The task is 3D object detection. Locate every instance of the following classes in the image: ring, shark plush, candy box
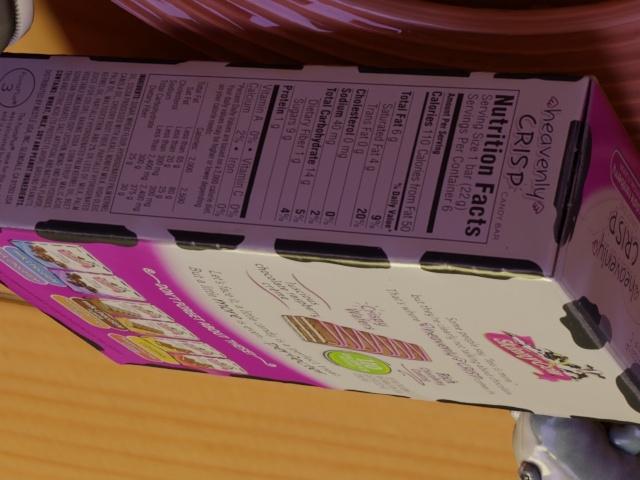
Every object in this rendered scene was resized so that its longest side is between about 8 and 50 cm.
[{"bbox_3d":[0.033,-0.140,0.514,0.336,0.032,0.336,12,149,7],"label":"ring"},{"bbox_3d":[0.119,0.082,0.828,0.067,0.073,0.161,-18,116,16],"label":"shark plush"},{"bbox_3d":[0.000,0.000,0.668,0.233,0.071,0.159,6,161,25],"label":"candy box"}]

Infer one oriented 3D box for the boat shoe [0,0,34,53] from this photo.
[{"bbox_3d":[-0.194,-0.149,0.520,0.112,0.095,0.335,21,152,37],"label":"boat shoe"}]
